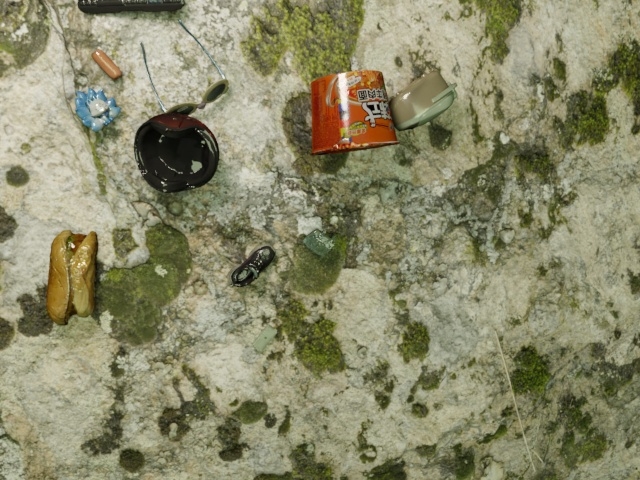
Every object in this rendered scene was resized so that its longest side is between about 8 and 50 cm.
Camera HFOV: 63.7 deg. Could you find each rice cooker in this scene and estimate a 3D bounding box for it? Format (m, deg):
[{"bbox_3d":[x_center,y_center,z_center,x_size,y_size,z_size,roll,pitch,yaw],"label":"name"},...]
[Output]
[{"bbox_3d":[0.288,-0.397,1.472,0.206,0.145,0.127,-39,99,-4],"label":"rice cooker"}]

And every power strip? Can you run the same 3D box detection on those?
[{"bbox_3d":[-0.173,0.304,1.602,0.040,0.016,0.090,37,94,-20],"label":"power strip"}]

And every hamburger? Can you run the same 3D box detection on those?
[{"bbox_3d":[-0.668,0.107,1.371,0.124,0.131,0.262,3,98,-15],"label":"hamburger"}]

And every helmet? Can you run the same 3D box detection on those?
[{"bbox_3d":[-0.366,-0.229,1.324,0.215,0.193,0.189,11,114,-8],"label":"helmet"}]

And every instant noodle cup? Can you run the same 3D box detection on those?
[{"bbox_3d":[0.080,-0.341,1.392,0.250,0.250,0.192,-10,98,-11],"label":"instant noodle cup"}]

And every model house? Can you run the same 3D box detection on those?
[{"bbox_3d":[0.000,0.000,1.552,0.083,0.066,0.079,39,104,-2],"label":"model house"}]

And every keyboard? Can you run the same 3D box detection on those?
[{"bbox_3d":[-0.469,-0.616,1.260,0.262,0.016,0.106,-2,111,-1],"label":"keyboard"}]

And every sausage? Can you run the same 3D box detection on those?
[{"bbox_3d":[-0.543,-0.447,1.309,0.034,0.034,0.083,-42,110,-1],"label":"sausage"}]

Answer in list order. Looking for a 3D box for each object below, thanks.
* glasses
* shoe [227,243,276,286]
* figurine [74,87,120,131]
[{"bbox_3d":[-0.361,-0.439,1.328,0.189,0.088,0.221,-31,109,-4],"label":"glasses"},{"bbox_3d":[-0.196,0.082,1.496,0.169,0.099,0.071,-39,107,-2],"label":"shoe"},{"bbox_3d":[-0.574,-0.338,1.305,0.114,0.079,0.114,0,89,-36],"label":"figurine"}]
